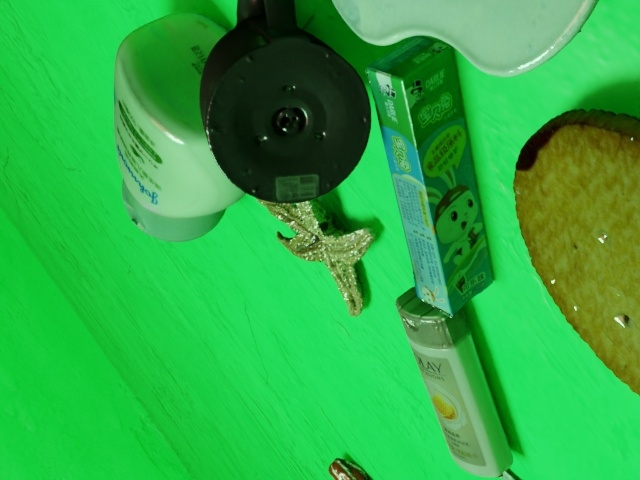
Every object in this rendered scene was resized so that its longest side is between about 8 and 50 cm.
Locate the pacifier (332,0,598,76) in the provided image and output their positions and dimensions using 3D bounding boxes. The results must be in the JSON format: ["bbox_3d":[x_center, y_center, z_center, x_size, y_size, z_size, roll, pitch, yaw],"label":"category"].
[{"bbox_3d":[0.046,-0.221,0.653,0.287,0.225,0.239,29,127,44],"label":"pacifier"}]

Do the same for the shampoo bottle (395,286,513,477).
[{"bbox_3d":[0.149,0.157,1.154,0.086,0.056,0.227,20,139,52],"label":"shampoo bottle"}]

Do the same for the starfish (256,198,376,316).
[{"bbox_3d":[0.001,-0.001,1.248,0.227,0.043,0.241,27,147,52],"label":"starfish"}]

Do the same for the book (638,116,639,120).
[{"bbox_3d":[0.296,-0.038,0.663,0.199,0.016,0.138,49,156,15],"label":"book"}]

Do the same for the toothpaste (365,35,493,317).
[{"bbox_3d":[0.103,-0.051,0.955,0.050,0.065,0.267,30,146,45],"label":"toothpaste"}]

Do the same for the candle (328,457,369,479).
[{"bbox_3d":[0.128,0.454,1.602,0.329,0.048,0.051,44,113,26],"label":"candle"}]

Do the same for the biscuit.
[{"bbox_3d":[0.259,0.032,0.780,0.305,0.038,0.305,48,162,21],"label":"biscuit"}]

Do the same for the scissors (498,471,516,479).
[{"bbox_3d":[0.250,0.300,1.203,0.247,0.017,0.144,7,128,58],"label":"scissors"}]

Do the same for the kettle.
[{"bbox_3d":[-0.052,-0.160,0.983,0.232,0.144,0.202,-122,24,-65],"label":"kettle"}]

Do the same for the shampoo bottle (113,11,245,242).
[{"bbox_3d":[-0.171,-0.115,1.295,0.222,0.151,0.349,51,157,12],"label":"shampoo bottle"}]
